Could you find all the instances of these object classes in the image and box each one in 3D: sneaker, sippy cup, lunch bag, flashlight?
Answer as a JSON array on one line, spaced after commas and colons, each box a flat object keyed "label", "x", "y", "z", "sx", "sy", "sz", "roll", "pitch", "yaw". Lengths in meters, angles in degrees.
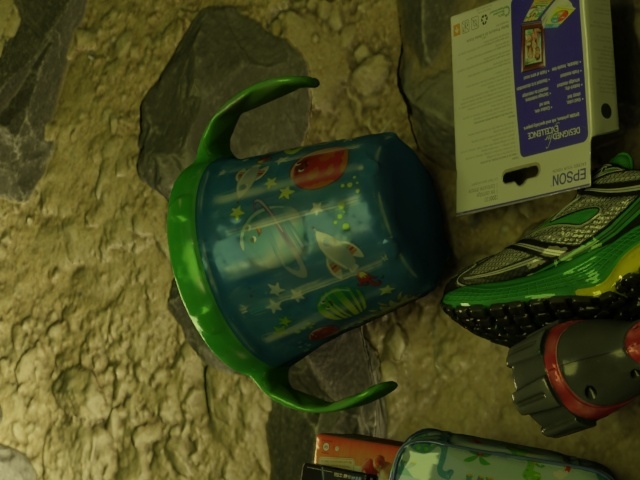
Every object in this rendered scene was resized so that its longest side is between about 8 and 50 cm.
[{"label": "sneaker", "x": 0.261, "y": 0.010, "z": 1.629, "sx": 0.344, "sy": 0.134, "sz": 0.146, "roll": -21, "pitch": 54, "yaw": 34}, {"label": "sippy cup", "x": 0.000, "y": 0.000, "z": 1.768, "sx": 0.224, "sy": 0.240, "sz": 0.305, "roll": -17, "pitch": 117, "yaw": 25}, {"label": "lunch bag", "x": 0.161, "y": 0.275, "z": 1.628, "sx": 0.219, "sy": 0.090, "sz": 0.176, "roll": 9, "pitch": 90, "yaw": 5}, {"label": "flashlight", "x": 0.301, "y": 0.079, "z": 1.503, "sx": 0.304, "sy": 0.103, "sz": 0.103, "roll": -29, "pitch": 24, "yaw": 41}]

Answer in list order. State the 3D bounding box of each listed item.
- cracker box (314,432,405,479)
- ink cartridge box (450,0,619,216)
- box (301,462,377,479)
[{"label": "cracker box", "x": 0.062, "y": 0.316, "z": 1.751, "sx": 0.156, "sy": 0.067, "sz": 0.232, "roll": 3, "pitch": 87, "yaw": 40}, {"label": "ink cartridge box", "x": 0.202, "y": -0.136, "z": 1.688, "sx": 0.206, "sy": 0.045, "sz": 0.208, "roll": -12, "pitch": 76, "yaw": 56}, {"label": "box", "x": 0.015, "y": 0.259, "z": 1.740, "sx": 0.083, "sy": 0.018, "sz": 0.067, "roll": 6, "pitch": 87, "yaw": 41}]
